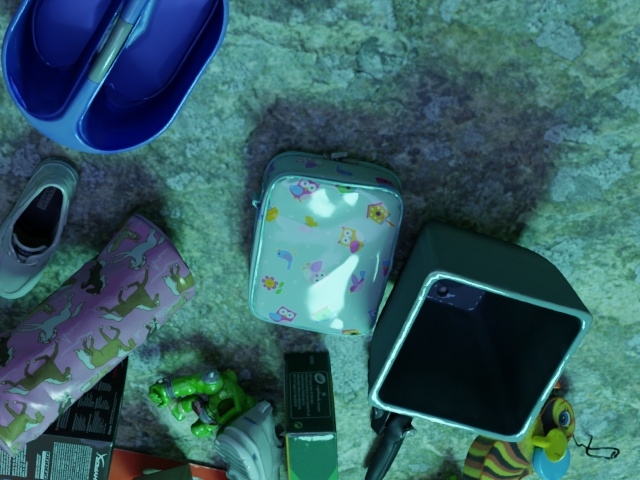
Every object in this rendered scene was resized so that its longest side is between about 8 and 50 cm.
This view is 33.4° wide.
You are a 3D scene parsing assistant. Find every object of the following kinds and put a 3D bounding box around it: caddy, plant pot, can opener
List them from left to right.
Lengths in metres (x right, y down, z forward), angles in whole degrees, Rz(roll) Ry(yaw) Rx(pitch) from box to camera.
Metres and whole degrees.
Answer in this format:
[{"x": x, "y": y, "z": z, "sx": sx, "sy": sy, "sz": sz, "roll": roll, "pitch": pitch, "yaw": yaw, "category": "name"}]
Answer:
[{"x": -0.264, "y": -0.275, "z": 1.387, "sx": 0.241, "sy": 0.179, "sz": 0.341, "roll": 27, "pitch": 116, "yaw": -18, "category": "caddy"}, {"x": 0.120, "y": 0.357, "z": 1.864, "sx": 0.059, "sy": 0.073, "sz": 0.186, "roll": -18, "pitch": 134, "yaw": -38, "category": "can opener"}, {"x": 0.215, "y": 0.103, "z": 1.592, "sx": 0.247, "sy": 0.252, "sz": 0.247, "roll": 16, "pitch": 120, "yaw": -12, "category": "plant pot"}]

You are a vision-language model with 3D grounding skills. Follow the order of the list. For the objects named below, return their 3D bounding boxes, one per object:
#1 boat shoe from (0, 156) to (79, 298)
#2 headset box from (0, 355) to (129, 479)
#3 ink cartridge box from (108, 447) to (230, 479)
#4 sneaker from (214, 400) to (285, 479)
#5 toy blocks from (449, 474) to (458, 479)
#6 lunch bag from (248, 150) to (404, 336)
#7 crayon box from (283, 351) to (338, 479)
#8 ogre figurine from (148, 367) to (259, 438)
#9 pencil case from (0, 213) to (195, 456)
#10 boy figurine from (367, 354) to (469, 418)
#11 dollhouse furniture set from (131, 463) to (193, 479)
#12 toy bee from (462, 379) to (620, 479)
[{"x": -0.439, "y": -0.005, "z": 1.596, "sx": 0.095, "sy": 0.084, "sz": 0.258, "roll": 20, "pitch": 118, "yaw": -14, "category": "boat shoe"}, {"x": -0.464, "y": 0.265, "z": 1.682, "sx": 0.293, "sy": 0.218, "sz": 0.110, "roll": 9, "pitch": 120, "yaw": -9, "category": "headset box"}, {"x": -0.303, "y": 0.566, "z": 1.945, "sx": 0.308, "sy": 0.091, "sz": 0.385, "roll": 14, "pitch": 121, "yaw": -11, "category": "ink cartridge box"}, {"x": -0.092, "y": 0.364, "z": 1.787, "sx": 0.105, "sy": 0.115, "sz": 0.281, "roll": 34, "pitch": 157, "yaw": 20, "category": "sneaker"}, {"x": 0.192, "y": 0.617, "z": 1.965, "sx": 0.260, "sy": 0.191, "sz": 0.381, "roll": -16, "pitch": 122, "yaw": 20, "category": "toy blocks"}, {"x": 0.000, "y": 0.000, "z": 1.605, "sx": 0.224, "sy": 0.108, "sz": 0.279, "roll": 10, "pitch": 119, "yaw": -3, "category": "lunch bag"}, {"x": -0.014, "y": 0.374, "z": 1.775, "sx": 0.083, "sy": 0.203, "sz": 0.323, "roll": -2, "pitch": 122, "yaw": -2, "category": "crayon box"}, {"x": -0.178, "y": 0.272, "z": 1.769, "sx": 0.118, "sy": 0.097, "sz": 0.197, "roll": -28, "pitch": 113, "yaw": 22, "category": "ogre figurine"}, {"x": -0.360, "y": 0.135, "z": 1.544, "sx": 0.386, "sy": 0.167, "sz": 0.160, "roll": -44, "pitch": 97, "yaw": -21, "category": "pencil case"}, {"x": 0.222, "y": 0.228, "z": 1.752, "sx": 0.285, "sy": 0.092, "sz": 0.177, "roll": -8, "pitch": 147, "yaw": 1, "category": "boy figurine"}, {"x": -0.252, "y": 0.579, "z": 1.791, "sx": 0.303, "sy": 0.174, "sz": 0.356, "roll": -13, "pitch": 90, "yaw": -3, "category": "dollhouse furniture set"}, {"x": 0.359, "y": 0.316, "z": 1.803, "sx": 0.195, "sy": 0.298, "sz": 0.162, "roll": -4, "pitch": 96, "yaw": 40, "category": "toy bee"}]
